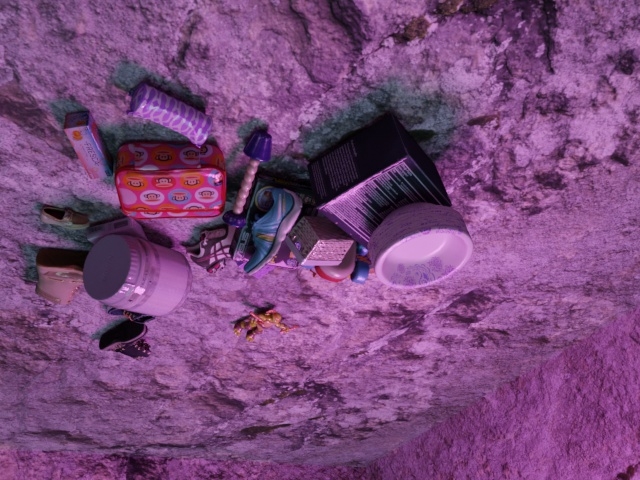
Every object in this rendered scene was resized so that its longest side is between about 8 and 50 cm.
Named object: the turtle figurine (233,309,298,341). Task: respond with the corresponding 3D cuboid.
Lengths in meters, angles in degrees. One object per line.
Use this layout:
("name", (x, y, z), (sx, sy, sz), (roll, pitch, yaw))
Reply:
("turtle figurine", (-0.233, 0.317, 2.311), (0.217, 0.087, 0.270), (-26, 149, 30))

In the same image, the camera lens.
("camera lens", (-0.547, 0.110, 1.820), (0.219, 0.219, 0.274), (-28, 153, 21))

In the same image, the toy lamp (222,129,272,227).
("toy lamp", (-0.198, -0.169, 1.645), (0.080, 0.080, 0.274), (10, 115, -25))

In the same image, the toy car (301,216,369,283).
("toy car", (0.018, 0.066, 1.977), (0.219, 0.210, 0.238), (17, 148, -17))

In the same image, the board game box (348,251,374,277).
("board game box", (0.185, 0.053, 2.046), (0.260, 0.124, 0.039), (-12, 141, 1))

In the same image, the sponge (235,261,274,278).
("sponge", (-0.194, 0.066, 1.964), (0.117, 0.031, 0.210), (-33, 162, 3))

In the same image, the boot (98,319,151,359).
("boot", (-0.704, 0.384, 2.283), (0.237, 0.085, 0.179), (-23, 144, 25))

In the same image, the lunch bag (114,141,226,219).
("lunch bag", (-0.410, -0.149, 1.650), (0.293, 0.120, 0.258), (-2, 146, -10))

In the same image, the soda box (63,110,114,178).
("soda box", (-0.589, -0.241, 1.525), (0.063, 0.058, 0.183), (-9, 143, -3))

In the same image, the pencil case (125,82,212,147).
("pencil case", (-0.368, -0.308, 1.468), (0.206, 0.086, 0.088), (22, 98, -34))

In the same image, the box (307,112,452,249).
("box", (0.172, -0.159, 1.719), (0.294, 0.182, 0.296), (-28, 142, 21))

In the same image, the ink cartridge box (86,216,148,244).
("ink cartridge box", (-0.614, -0.009, 1.849), (0.146, 0.045, 0.179), (-15, 161, 4))

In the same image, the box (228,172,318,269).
("box", (-0.134, -0.052, 1.793), (0.216, 0.060, 0.270), (11, 112, -27))

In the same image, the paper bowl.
("paper bowl", (0.275, 0.002, 1.691), (0.284, 0.148, 0.284), (-9, 144, -6))

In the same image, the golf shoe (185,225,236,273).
("golf shoe", (-0.313, 0.006, 1.882), (0.120, 0.105, 0.273), (30, 126, -29))

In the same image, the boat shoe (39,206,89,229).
("boat shoe", (-0.736, -0.066, 1.720), (0.135, 0.050, 0.045), (8, 144, -23))

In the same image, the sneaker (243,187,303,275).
("sneaker", (-0.155, -0.027, 1.722), (0.110, 0.107, 0.275), (27, 100, -11))

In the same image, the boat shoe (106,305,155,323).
("boat shoe", (-0.675, 0.256, 2.123), (0.184, 0.083, 0.065), (-12, 143, 2))

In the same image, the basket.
("basket", (0.000, 0.000, 1.752), (0.167, 0.113, 0.103), (1, 135, -46))

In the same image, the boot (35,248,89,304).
("boot", (-0.779, 0.130, 1.924), (0.262, 0.095, 0.203), (9, 138, -22))
